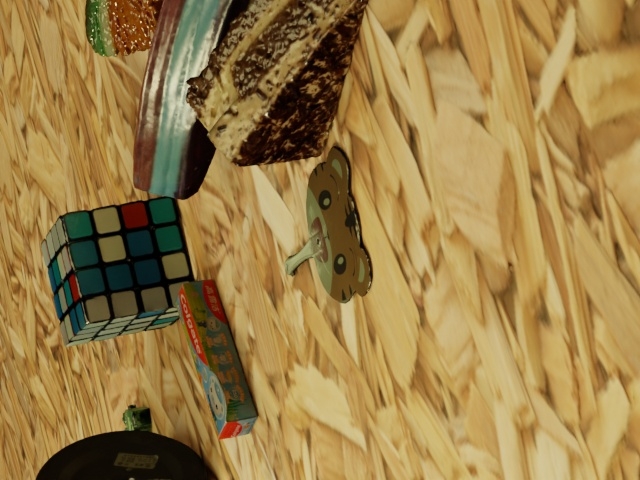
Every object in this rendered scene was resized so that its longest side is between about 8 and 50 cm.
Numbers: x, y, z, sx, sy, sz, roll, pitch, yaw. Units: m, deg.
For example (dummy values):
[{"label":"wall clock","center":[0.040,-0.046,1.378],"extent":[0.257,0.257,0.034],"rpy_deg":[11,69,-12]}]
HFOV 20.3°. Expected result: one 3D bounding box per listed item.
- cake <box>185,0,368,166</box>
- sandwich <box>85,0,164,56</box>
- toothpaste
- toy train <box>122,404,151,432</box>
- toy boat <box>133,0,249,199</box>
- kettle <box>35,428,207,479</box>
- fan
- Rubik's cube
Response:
[{"label":"cake","center":[-0.008,-0.187,1.725],"extent":[0.246,0.135,0.112],"rpy_deg":[-51,58,25]},{"label":"sandwich","center":[-0.198,-0.290,2.106],"extent":[0.160,0.109,0.185],"rpy_deg":[36,133,34]},{"label":"toothpaste","center":[-0.124,0.137,2.153],"extent":[0.070,0.044,0.193],"rpy_deg":[117,139,-55]},{"label":"toy train","center":[-0.265,0.280,2.591],"extent":[0.053,0.033,0.083],"rpy_deg":[0,99,65]},{"label":"toy boat","center":[-0.132,-0.201,1.953],"extent":[0.079,0.136,0.392],"rpy_deg":[38,137,19]},{"label":"kettle","center":[-0.250,0.428,2.411],"extent":[0.321,0.228,0.324],"rpy_deg":[-82,-9,-61]},{"label":"fan","center":[0.000,0.000,1.823],"extent":[0.226,0.008,0.152],"rpy_deg":[145,114,-66]},{"label":"Rubik's cube","center":[-0.264,0.041,2.320],"extent":[0.155,0.154,0.151],"rpy_deg":[143,116,-67]}]
